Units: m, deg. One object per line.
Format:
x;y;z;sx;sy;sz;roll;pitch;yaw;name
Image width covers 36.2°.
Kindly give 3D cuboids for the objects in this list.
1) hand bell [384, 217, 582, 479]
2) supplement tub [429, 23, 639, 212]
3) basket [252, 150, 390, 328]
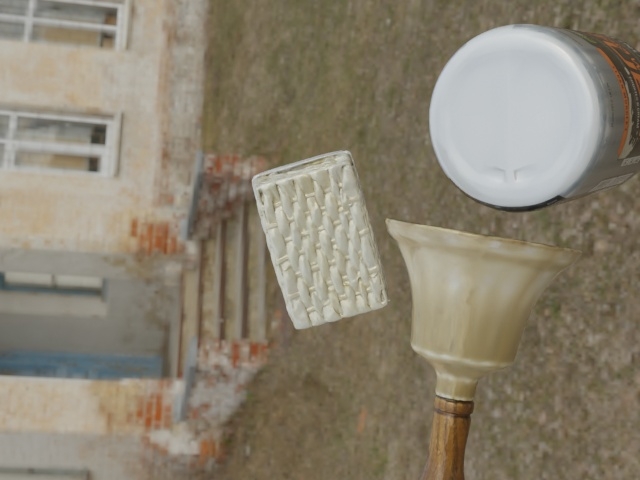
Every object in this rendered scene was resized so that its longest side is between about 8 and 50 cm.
0.084;0.114;0.632;0.126;0.126;0.242;-155;74;-79;hand bell
0.271;-0.141;1.106;0.316;0.193;0.193;-15;-65;-57;supplement tub
0.000;0.000;1.010;0.103;0.113;0.167;-91;-14;-84;basket
